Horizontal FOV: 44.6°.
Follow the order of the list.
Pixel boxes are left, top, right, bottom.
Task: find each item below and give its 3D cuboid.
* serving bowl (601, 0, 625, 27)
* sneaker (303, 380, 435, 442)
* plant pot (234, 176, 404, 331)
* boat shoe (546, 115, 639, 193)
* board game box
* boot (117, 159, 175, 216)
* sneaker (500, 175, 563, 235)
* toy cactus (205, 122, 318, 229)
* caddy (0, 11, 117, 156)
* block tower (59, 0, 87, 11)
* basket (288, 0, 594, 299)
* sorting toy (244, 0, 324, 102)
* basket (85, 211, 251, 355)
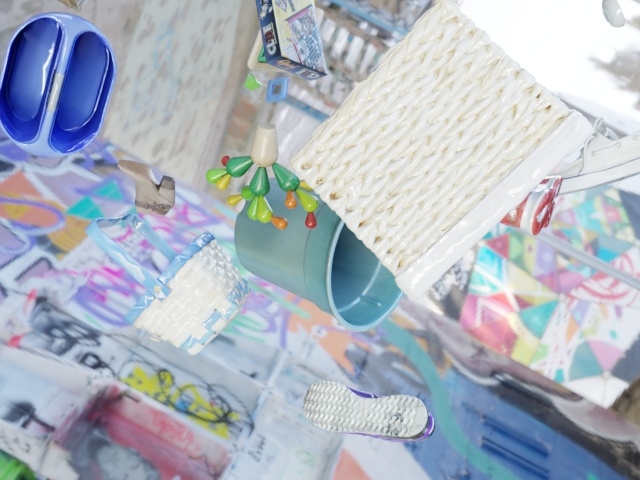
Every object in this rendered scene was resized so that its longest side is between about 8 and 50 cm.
[{"bbox_3d":[0.667,-0.523,1.792,0.027,0.083,0.083,-25,-174,10],"label":"serving bowl"},{"bbox_3d":[0.107,0.374,1.643,0.146,0.293,0.102,41,60,-53],"label":"sneaker"},{"bbox_3d":[0.000,0.000,1.824,0.341,0.334,0.341,-22,120,-45],"label":"plant pot"},{"bbox_3d":[0.687,-0.218,1.877,0.367,0.156,0.136,-19,173,33],"label":"boat shoe"},{"bbox_3d":[-0.066,-0.465,1.611,0.165,0.042,0.243,6,71,-55],"label":"board game box"},{"bbox_3d":[-0.317,-0.089,1.405,0.042,0.118,0.087,-84,-160,-54],"label":"boot"},{"bbox_3d":[0.278,-0.069,1.150,0.221,0.128,0.087,-13,119,-68],"label":"sneaker"},{"bbox_3d":[-0.095,-0.119,1.377,0.112,0.219,0.180,-34,140,-51],"label":"toy cactus"},{"bbox_3d":[-0.611,-0.364,1.814,0.179,0.241,0.341,-120,-133,-60],"label":"caddy"},{"bbox_3d":[-0.547,-0.538,1.392,0.097,0.335,0.091,-63,-171,-10],"label":"block tower"},{"bbox_3d":[0.170,-0.135,1.148,0.331,0.266,0.328,-47,178,14],"label":"basket"},{"bbox_3d":[-0.100,-0.528,2.029,0.047,0.196,0.347,26,82,-49],"label":"sorting toy"},{"bbox_3d":[-0.277,0.059,1.409,0.201,0.289,0.255,-43,-179,8],"label":"basket"}]
